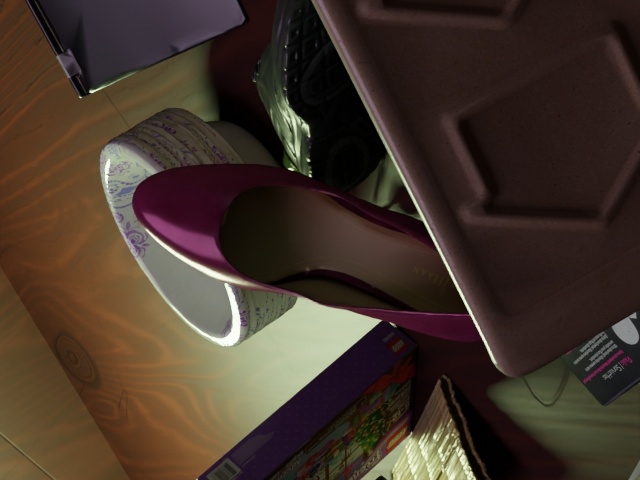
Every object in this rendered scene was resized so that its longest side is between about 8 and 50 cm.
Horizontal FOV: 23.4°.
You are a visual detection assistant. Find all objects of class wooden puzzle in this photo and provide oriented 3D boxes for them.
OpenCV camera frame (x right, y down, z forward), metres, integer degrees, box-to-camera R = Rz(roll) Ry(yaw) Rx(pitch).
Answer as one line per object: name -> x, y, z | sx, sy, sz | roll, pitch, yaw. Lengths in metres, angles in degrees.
wooden puzzle -> 0.165, -0.142, 0.871 | 0.348, 0.322, 0.080 | 63, 173, -17

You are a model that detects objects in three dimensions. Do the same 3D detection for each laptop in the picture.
laptop -> -0.267, -0.392, 1.813 | 0.382, 0.236, 0.408 | 63, -174, -13

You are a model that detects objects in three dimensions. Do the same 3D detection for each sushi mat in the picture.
sushi mat -> 0.138, 0.284, 1.817 | 0.316, 0.019, 0.151 | 105, 148, -61

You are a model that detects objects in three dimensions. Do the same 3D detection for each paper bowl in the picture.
paper bowl -> -0.124, -0.027, 1.831 | 0.284, 0.148, 0.284 | 45, 154, 29

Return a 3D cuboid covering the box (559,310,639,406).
box -> 0.245, -0.012, 1.064 | 0.142, 0.163, 0.247 | 50, 158, 9

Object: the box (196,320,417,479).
box -> -0.010, 0.244, 1.762 | 0.057, 0.293, 0.201 | 39, 153, 25

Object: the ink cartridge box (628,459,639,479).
ink cartridge box -> 0.281, 0.197, 1.209 | 0.097, 0.189, 0.255 | 39, 161, -15

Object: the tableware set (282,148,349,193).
tableware set -> 0.021, -0.037, 1.603 | 0.024, 0.104, 0.154 | -45, 59, 24

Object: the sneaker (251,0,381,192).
sneaker -> -0.018, -0.163, 1.494 | 0.130, 0.109, 0.286 | 48, 155, 33

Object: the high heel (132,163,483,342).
high heel -> 0.000, 0.000, 1.422 | 0.377, 0.127, 0.181 | 12, 178, 3

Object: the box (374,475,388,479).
box -> 0.000, 0.649, 2.047 | 0.297, 0.472, 0.480 | 44, 155, 31
